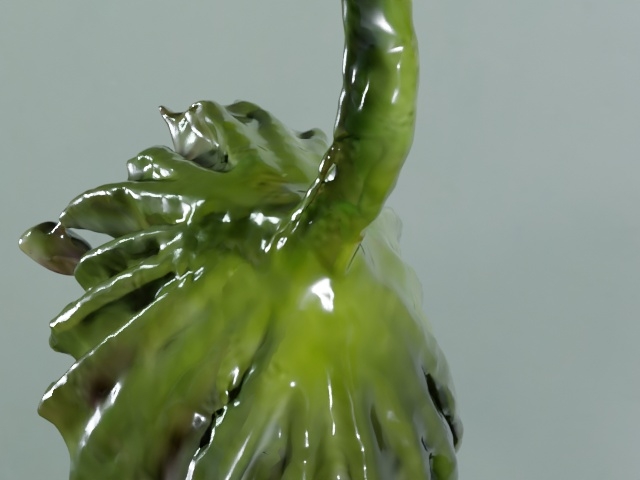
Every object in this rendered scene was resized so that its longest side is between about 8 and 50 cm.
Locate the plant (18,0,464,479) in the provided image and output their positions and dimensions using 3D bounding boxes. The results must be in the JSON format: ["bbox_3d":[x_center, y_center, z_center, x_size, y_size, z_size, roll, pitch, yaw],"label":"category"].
[{"bbox_3d":[-0.030,0.011,0.745,0.251,0.180,0.333,63,169,17],"label":"plant"}]
